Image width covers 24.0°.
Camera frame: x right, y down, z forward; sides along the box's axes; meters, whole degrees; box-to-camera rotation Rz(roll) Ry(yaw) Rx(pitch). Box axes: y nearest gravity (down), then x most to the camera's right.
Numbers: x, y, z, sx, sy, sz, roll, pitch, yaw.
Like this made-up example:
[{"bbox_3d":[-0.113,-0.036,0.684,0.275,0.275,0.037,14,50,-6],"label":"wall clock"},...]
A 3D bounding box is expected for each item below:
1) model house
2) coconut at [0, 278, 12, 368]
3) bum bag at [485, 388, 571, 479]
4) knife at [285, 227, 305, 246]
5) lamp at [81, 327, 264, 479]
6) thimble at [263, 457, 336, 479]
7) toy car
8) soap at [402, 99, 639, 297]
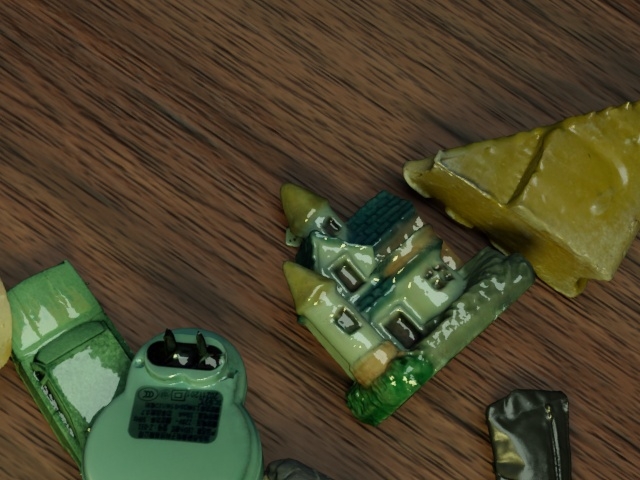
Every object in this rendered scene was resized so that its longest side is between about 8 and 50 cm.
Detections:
[{"bbox_3d":[0.064,0.032,1.936,0.267,0.194,0.325,-40,81,-20],"label":"model house"},{"bbox_3d":[-0.480,0.109,1.788,0.241,0.241,0.241,4,70,-10],"label":"coconut"},{"bbox_3d":[0.280,0.317,1.950,0.123,0.060,0.248,-3,73,-11],"label":"bum bag"},{"bbox_3d":[0.000,0.000,2.029,0.096,0.010,0.027,8,70,-9],"label":"knife"},{"bbox_3d":[-0.167,0.235,1.754,0.209,0.147,0.284,5,73,3],"label":"lamp"},{"bbox_3d":[-0.027,0.386,1.745,0.172,0.205,0.236,30,72,-10],"label":"thimble"},{"bbox_3d":[-0.281,0.176,1.864,0.141,0.097,0.320,-31,80,-20],"label":"toy car"},{"bbox_3d":[0.323,-0.143,2.062,0.304,0.169,0.338,36,67,-9],"label":"soap"}]
